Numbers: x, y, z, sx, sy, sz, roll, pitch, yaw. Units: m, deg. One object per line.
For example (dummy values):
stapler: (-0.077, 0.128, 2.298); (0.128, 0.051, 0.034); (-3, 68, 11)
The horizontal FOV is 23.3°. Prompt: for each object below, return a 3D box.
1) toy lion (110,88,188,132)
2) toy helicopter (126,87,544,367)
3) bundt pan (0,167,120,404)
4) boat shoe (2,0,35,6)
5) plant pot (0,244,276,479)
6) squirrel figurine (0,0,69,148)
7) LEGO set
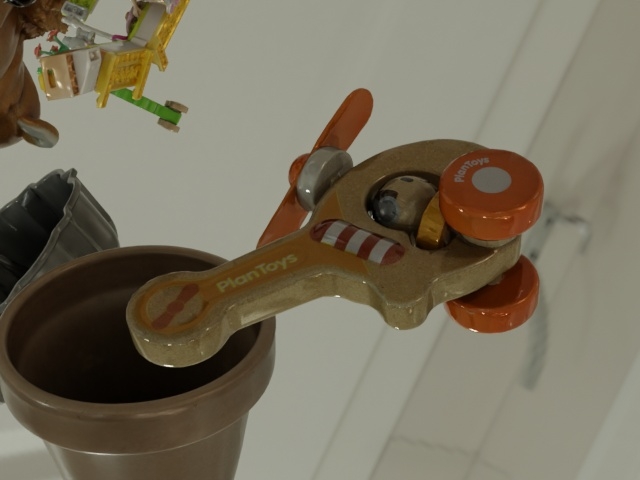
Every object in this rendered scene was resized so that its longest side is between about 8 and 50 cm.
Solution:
toy lion: (-0.203, -0.158, 1.785); (0.096, 0.034, 0.100); (24, -179, -10)
toy helicopter: (0.000, 0.000, 1.287); (0.355, 0.140, 0.235); (-22, -133, -17)
bundt pan: (-0.366, 0.073, 1.900); (0.124, 0.331, 0.331); (42, 180, -22)
boat shoe: (-0.307, -0.257, 1.585); (0.038, 0.046, 0.125); (59, 166, -4)
plant pot: (-0.168, 0.166, 1.505); (0.263, 0.229, 0.263); (-2, -145, 2)
squirrel figurine: (-0.392, -0.258, 1.809); (0.281, 0.397, 0.370); (47, 173, 29)
LEGO set: (-0.192, -0.198, 1.349); (0.107, 0.132, 0.287); (22, -130, 10)
